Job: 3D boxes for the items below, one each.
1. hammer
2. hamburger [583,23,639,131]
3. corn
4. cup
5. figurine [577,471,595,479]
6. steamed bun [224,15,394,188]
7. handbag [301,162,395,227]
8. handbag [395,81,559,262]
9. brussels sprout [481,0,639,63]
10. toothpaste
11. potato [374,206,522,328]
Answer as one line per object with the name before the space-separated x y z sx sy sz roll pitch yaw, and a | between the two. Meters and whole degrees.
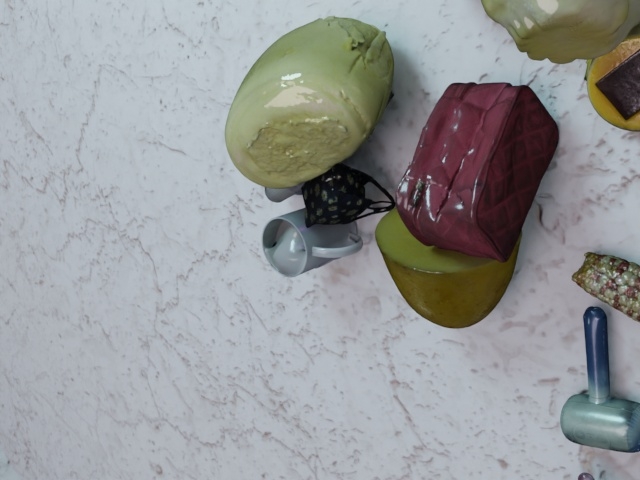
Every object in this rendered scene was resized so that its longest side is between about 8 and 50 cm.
hammer | 0.372 0.181 1.048 0.116 0.069 0.194 1 100 43
hamburger | 0.366 -0.193 0.910 0.141 0.081 0.126 38 130 11
corn | 0.418 0.077 0.958 0.237 0.079 0.079 25 120 34
cup | -0.005 0.007 1.276 0.136 0.133 0.099 42 127 24
figurine | 0.434 0.419 1.048 0.260 0.103 0.205 39 130 14
steamed bun | -0.030 -0.211 1.142 0.166 0.232 0.273 37 140 -27
handbag | 0.052 -0.060 1.207 0.115 0.139 0.072 138 137 -54
handbag | 0.197 -0.090 1.007 0.135 0.146 0.225 12 70 39
brussels sprout | 0.272 -0.353 0.804 0.242 0.274 0.316 140 110 -85
toothpaste | 0.003 -0.133 1.243 0.282 0.068 0.099 -34 48 46
potato | 0.180 0.046 1.118 0.203 0.178 0.158 4 127 20
